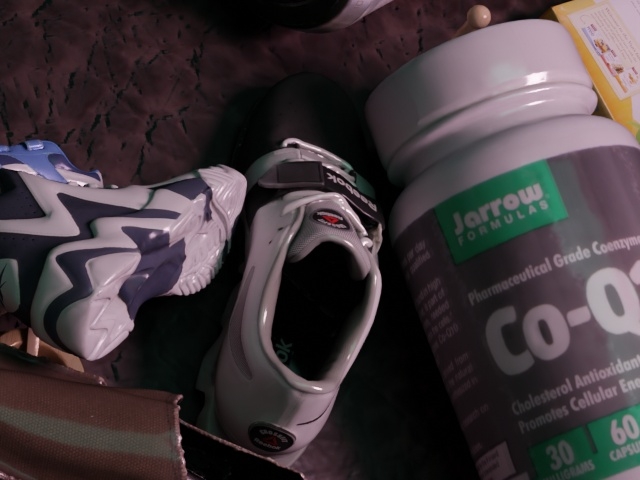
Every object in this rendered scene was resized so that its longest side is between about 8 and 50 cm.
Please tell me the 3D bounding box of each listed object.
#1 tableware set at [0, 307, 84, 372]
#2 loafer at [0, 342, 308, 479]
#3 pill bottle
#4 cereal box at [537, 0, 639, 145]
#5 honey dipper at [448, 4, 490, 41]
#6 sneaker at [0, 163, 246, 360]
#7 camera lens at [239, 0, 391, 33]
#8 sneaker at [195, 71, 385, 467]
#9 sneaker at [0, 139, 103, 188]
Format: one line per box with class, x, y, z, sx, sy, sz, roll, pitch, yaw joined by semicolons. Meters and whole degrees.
tableware set;-0.233;0.119;1.240;0.194;0.039;0.128;-35;84;-35
loafer;-0.141;0.126;1.178;0.366;0.130;0.133;29;32;-31
pill bottle;0.171;0.033;1.390;0.204;0.204;0.361;-11;72;-31
cereal box;0.319;-0.151;1.657;0.240;0.047;0.173;-19;76;-34
honey dipper;0.090;-0.137;1.461;0.030;0.161;0.030;11;62;-22
sneaker;-0.159;-0.013;1.266;0.153;0.094;0.235;24;37;17
camera lens;0.039;-0.305;1.484;0.274;0.219;0.219;-33;83;-35
sneaker;0.000;0.000;1.359;0.122;0.146;0.330;17;58;-18
sneaker;-0.217;-0.045;1.324;0.144;0.053;0.059;24;61;-26
